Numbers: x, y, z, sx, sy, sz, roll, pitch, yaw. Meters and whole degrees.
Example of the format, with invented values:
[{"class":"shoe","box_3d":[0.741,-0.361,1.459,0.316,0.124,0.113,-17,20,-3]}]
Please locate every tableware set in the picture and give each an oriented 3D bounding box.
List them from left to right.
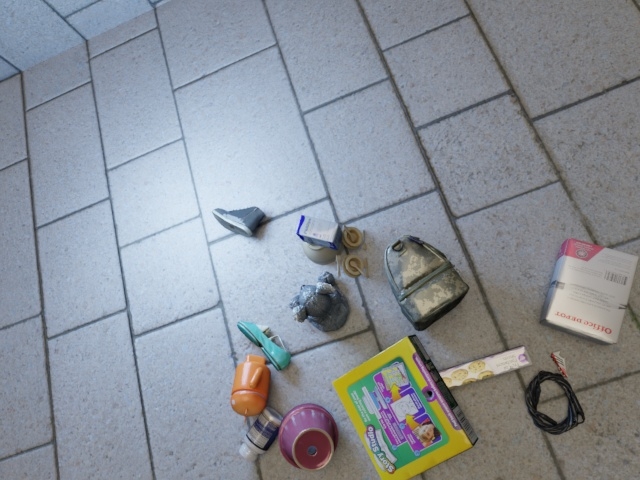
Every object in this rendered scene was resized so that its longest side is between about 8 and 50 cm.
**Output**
[{"class":"tableware set","box_3d":[0.121,0.038,1.690,0.128,0.039,0.194,5,72,-23]}]

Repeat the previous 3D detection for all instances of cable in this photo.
[{"class":"cable","box_3d":[0.714,0.498,1.443,0.150,0.047,0.185,-24,72,12]}]

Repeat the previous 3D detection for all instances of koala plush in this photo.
[{"class":"koala plush","box_3d":[-0.005,0.215,1.611,0.196,0.221,0.203,-41,69,0]}]

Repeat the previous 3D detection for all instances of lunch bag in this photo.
[{"class":"lunch bag","box_3d":[0.321,0.128,1.508,0.212,0.305,0.256,-37,70,1]}]

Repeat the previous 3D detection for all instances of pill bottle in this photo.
[{"class":"pill bottle","box_3d":[-0.203,0.668,1.600,0.094,0.094,0.169,34,85,21]}]

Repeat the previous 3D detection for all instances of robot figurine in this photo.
[{"class":"robot figurine","box_3d":[-0.242,0.509,1.614,0.158,0.128,0.220,-24,41,28]}]

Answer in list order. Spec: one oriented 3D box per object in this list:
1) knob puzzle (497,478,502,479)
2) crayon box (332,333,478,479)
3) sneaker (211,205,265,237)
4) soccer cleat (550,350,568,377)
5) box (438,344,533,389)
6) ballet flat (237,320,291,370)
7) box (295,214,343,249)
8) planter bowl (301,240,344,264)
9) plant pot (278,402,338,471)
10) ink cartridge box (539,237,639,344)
[{"class":"knob puzzle","box_3d":[0.579,0.843,1.381,0.213,0.030,0.213,-4,73,13]},{"class":"crayon box","box_3d":[0.257,0.537,1.478,0.313,0.106,0.363,-37,68,19]},{"class":"sneaker","box_3d":[-0.328,-0.098,1.873,0.222,0.083,0.118,25,63,27]},{"class":"soccer cleat","box_3d":[0.762,0.390,1.466,0.035,0.029,0.083,-29,65,9]},{"class":"box","box_3d":[0.509,0.418,1.504,0.323,0.063,0.067,-19,73,9]},{"class":"ballet flat","box_3d":[-0.199,0.366,1.704,0.087,0.083,0.247,-39,67,-25]},{"class":"box","box_3d":[-0.001,-0.026,1.614,0.137,0.126,0.072,15,80,14]},{"class":"planter bowl","box_3d":[0.000,0.000,1.732,0.161,0.109,0.162,-4,74,13]},{"class":"plant pot","box_3d":[-0.032,0.641,1.486,0.201,0.180,0.202,1,82,-8]},{"class":"ink cartridge box","box_3d":[0.837,0.162,1.464,0.207,0.117,0.283,19,79,18]}]
